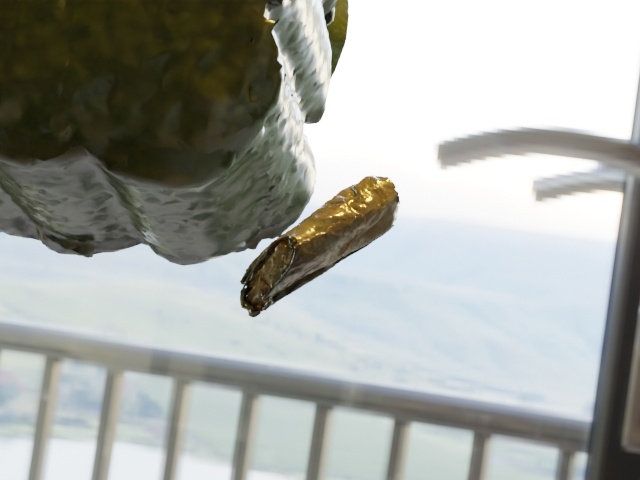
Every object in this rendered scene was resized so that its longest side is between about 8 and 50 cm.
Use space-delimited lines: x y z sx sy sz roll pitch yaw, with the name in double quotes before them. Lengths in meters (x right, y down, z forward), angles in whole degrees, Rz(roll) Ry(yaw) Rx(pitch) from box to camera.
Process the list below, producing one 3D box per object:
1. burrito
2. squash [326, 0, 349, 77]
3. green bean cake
"burrito" 0.000 0.000 1.124 0.149 0.055 0.041 -34 52 -28
"squash" -0.193 -0.252 1.544 0.384 0.263 0.263 17 -8 -36
"green bean cake" -0.140 -0.156 0.734 0.319 0.335 0.218 10 -10 8
